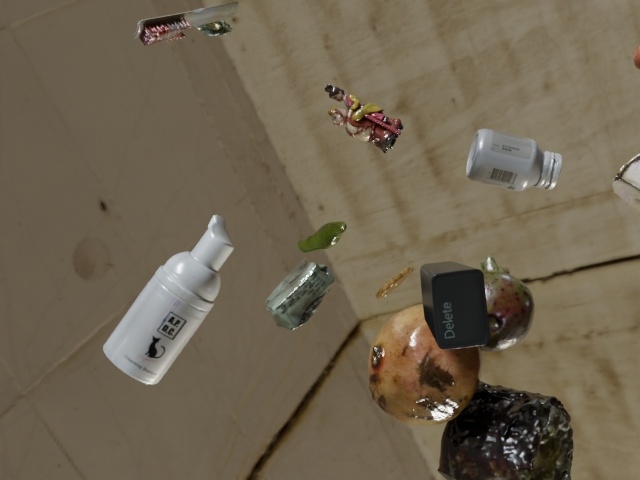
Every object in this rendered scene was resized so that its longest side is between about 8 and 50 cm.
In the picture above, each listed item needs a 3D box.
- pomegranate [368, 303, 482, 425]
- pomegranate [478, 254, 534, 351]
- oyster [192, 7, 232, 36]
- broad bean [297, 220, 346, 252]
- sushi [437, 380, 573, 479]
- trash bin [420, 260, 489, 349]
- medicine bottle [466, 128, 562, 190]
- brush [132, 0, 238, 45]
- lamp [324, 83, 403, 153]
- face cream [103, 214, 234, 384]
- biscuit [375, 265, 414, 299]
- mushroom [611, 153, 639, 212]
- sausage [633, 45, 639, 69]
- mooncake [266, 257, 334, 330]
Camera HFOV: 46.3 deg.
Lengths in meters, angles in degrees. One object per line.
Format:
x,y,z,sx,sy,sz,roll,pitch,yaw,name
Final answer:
0.264,0.320,1.925,0.322,0.322,0.322,35,-133,-50,pomegranate
0.474,0.181,2.147,0.242,0.242,0.306,59,-175,-26,pomegranate
-0.312,-0.625,2.121,0.100,0.098,0.037,55,-139,-43,oyster
-0.007,-0.004,2.263,0.075,0.325,0.067,-39,-81,-29,broad bean
0.502,0.540,1.999,0.281,0.294,0.299,20,-104,-42,sushi
0.290,0.135,1.684,0.225,0.115,0.165,-116,19,-84,trash bin
0.485,-0.195,1.872,0.135,0.215,0.135,14,-90,-88,medicine bottle
-0.315,-0.532,1.832,0.050,0.060,0.321,50,-134,9,brush
0.106,-0.345,2.104,0.253,0.118,0.118,29,-143,1,lamp
-0.301,0.117,1.599,0.145,0.370,0.145,35,-177,-2,face cream
0.224,0.132,2.305,0.027,0.133,0.184,48,-137,11,biscuit
0.941,-0.156,2.059,0.236,0.162,0.173,34,-179,13,mushroom
0.941,-0.493,2.006,0.077,0.194,0.077,-16,-70,-52,sausage
-0.069,0.185,2.516,0.136,0.254,0.250,45,172,-8,mooncake
